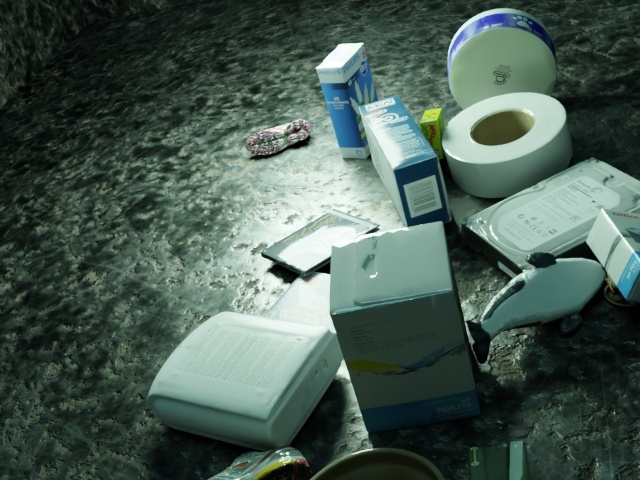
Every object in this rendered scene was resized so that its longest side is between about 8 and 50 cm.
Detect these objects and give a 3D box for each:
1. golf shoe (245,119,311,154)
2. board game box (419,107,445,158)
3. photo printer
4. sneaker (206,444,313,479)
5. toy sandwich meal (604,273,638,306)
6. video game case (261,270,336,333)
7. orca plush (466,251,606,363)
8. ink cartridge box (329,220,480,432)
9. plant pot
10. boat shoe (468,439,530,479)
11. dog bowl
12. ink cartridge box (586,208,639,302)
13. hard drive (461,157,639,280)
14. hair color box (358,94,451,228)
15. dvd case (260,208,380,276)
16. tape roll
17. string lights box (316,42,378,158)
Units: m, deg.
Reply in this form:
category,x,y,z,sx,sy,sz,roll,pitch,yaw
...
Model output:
category,x,y,z,sx,sy,sz,roll,pitch,yaw
golf shoe,-0.113,-0.278,2.422,0.186,0.068,0.086,-16,6,3
board game box,0.272,-0.255,2.118,0.043,0.092,0.181,-8,15,13
photo printer,-0.147,0.246,1.608,0.307,0.107,0.256,5,39,32
sneaker,-0.126,0.395,1.415,0.225,0.088,0.093,-18,21,-9
toy sandwich meal,0.548,0.084,1.590,0.085,0.029,0.086,-12,33,8
video game case,0.000,0.135,1.781,0.201,0.023,0.183,9,41,35
orca plush,0.377,0.125,1.593,0.287,0.102,0.151,-41,83,-19
ink cartridge box,0.139,0.143,1.474,0.197,0.270,0.198,-11,34,10
plant pot,0.079,0.415,1.241,0.237,0.110,0.237,-16,30,10
boat shoe,0.232,0.395,1.213,0.091,0.109,0.305,-5,29,20
dog bowl,0.445,-0.426,2.180,0.264,0.265,0.104,-8,36,15
ink cartridge box,0.578,0.030,1.567,0.139,0.082,0.191,7,32,-13
hard drive,0.486,-0.040,1.776,0.338,0.064,0.237,-25,34,-12
hair color box,0.188,-0.182,2.022,0.105,0.174,0.347,-18,33,-1
dvd case,0.000,0.000,1.964,0.221,0.018,0.164,-31,31,-28
tape roll,0.423,-0.220,2.019,0.286,0.100,0.286,-16,36,12
string lights box,0.081,-0.351,2.245,0.076,0.260,0.133,5,40,31
